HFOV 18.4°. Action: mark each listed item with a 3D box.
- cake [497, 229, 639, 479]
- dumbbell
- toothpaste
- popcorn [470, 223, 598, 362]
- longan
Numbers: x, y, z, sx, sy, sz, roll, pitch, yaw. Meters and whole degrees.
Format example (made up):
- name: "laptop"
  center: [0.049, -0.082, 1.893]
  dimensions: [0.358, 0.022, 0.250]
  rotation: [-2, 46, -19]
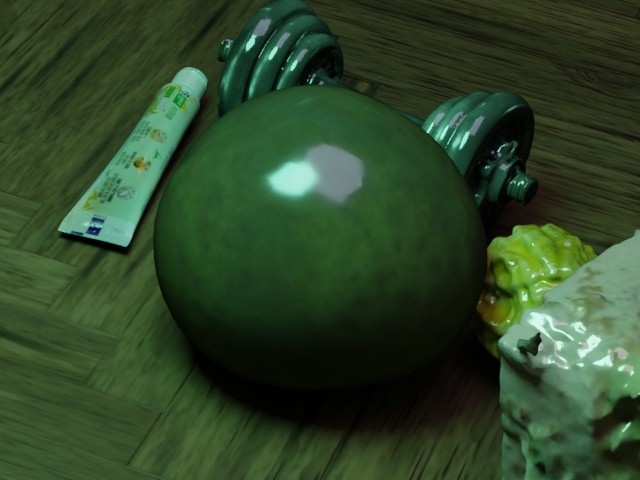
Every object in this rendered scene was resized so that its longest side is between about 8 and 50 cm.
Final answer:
- name: "cake"
  center: [0.342, 0.185, 1.706]
  dimensions: [0.307, 0.314, 0.293]
  rotation: [19, 34, 30]
- name: "dumbbell"
  center: [0.058, -0.135, 2.181]
  dimensions: [0.406, 0.179, 0.179]
  rotation: [27, 40, 22]
- name: "toothpaste"
  center: [-0.193, -0.095, 2.187]
  dimensions: [0.056, 0.058, 0.314]
  rotation: [49, 38, -19]
- name: "popcorn"
  center: [0.234, 0.068, 1.970]
  dimensions: [0.180, 0.170, 0.180]
  rotation: [-8, 26, 4]
- name: "longan"
  center: [0.000, 0.000, 1.909]
  dimensions: [0.319, 0.319, 0.319]
  rotation: [5, 36, -4]
